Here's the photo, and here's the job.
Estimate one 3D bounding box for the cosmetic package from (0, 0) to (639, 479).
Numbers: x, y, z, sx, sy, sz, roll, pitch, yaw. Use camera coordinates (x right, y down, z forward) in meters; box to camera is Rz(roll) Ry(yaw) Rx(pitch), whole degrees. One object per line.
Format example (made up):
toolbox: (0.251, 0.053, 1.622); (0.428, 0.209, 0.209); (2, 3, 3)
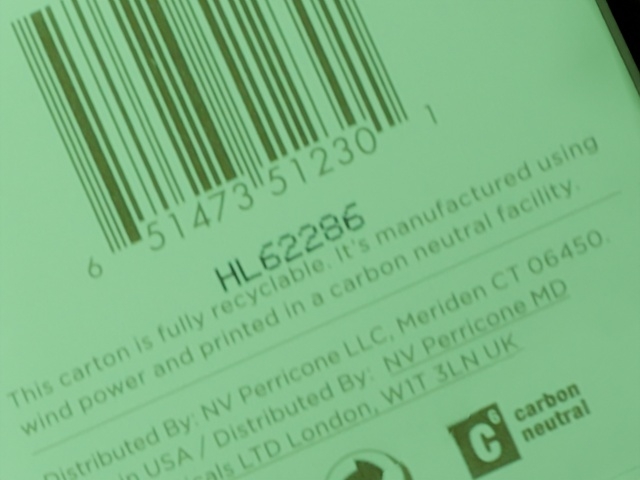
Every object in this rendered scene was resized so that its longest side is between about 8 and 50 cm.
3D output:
cosmetic package: (0.000, 0.000, 0.918); (0.394, 0.329, 0.327); (-11, -104, -86)
